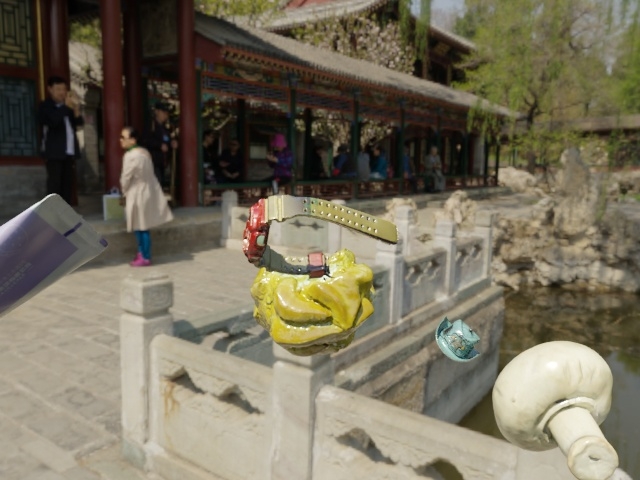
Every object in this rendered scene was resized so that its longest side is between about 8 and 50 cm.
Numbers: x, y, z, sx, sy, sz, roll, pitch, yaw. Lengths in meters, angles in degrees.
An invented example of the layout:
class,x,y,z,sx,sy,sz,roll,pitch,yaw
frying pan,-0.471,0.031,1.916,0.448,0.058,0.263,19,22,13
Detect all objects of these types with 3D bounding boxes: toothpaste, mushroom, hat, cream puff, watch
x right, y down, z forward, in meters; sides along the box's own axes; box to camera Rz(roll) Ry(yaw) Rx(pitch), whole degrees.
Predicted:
class,x,y,z,sx,sy,sz,roll,pitch,yaw
toothpaste,-0.413,0.085,0.583,0.371,0.080,0.125,-34,-27,-9
mushroom,0.568,0.399,1.349,0.315,0.315,0.356,6,8,32
hat,0.382,0.260,1.467,0.138,0.078,0.191,49,23,14
cream puff,-0.018,0.183,1.342,0.323,0.274,0.269,-10,32,5
watch,-0.009,0.002,0.996,0.268,0.165,0.102,15,44,-21
